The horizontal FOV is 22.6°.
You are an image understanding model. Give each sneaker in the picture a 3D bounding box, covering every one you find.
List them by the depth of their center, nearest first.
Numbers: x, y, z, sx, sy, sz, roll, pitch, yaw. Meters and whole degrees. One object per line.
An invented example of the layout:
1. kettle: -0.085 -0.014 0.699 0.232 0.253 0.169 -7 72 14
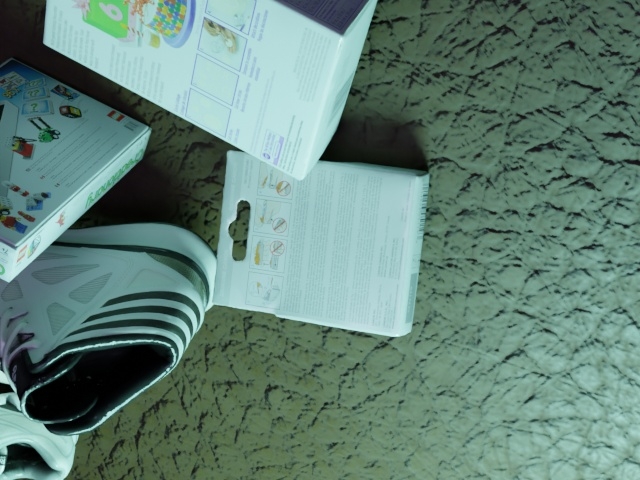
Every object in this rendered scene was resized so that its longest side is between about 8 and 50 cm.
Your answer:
1. sneaker: -0.351 0.093 1.788 0.448 0.257 0.169 -4 118 13
2. sneaker: -0.446 0.240 2.009 0.292 0.118 0.110 9 127 -14

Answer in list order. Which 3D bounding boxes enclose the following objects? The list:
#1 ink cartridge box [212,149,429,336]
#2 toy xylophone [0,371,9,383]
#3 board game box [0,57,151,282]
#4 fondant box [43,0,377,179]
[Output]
1. ink cartridge box: 0.000 0.000 1.774 0.225 0.056 0.181 9 96 21
2. toy xylophone: -0.358 0.064 1.970 0.236 0.081 0.322 20 120 -1
3. board game box: -0.340 -0.086 1.756 0.193 0.305 0.053 27 125 9
4. fondant box: -0.122 -0.234 1.671 0.330 0.096 0.238 28 144 6
